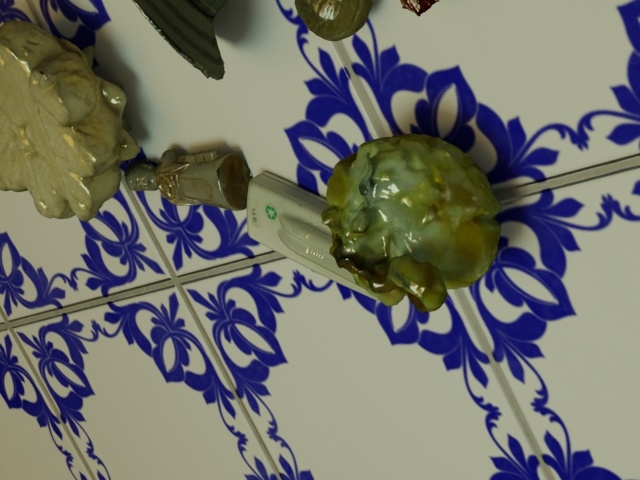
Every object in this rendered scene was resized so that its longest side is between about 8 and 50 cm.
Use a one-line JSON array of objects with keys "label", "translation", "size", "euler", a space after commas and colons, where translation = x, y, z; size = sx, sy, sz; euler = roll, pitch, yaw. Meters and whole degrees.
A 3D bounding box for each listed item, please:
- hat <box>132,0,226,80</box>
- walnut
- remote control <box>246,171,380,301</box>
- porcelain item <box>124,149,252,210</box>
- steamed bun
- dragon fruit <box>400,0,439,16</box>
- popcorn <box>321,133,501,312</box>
[{"label": "hat", "translation": [-0.147, -0.302, 1.582], "size": [0.110, 0.252, 0.252], "euler": [-40, 85, 10]}, {"label": "walnut", "translation": [0.014, -0.251, 1.494], "size": [0.092, 0.092, 0.092], "euler": [26, 133, 31]}, {"label": "remote control", "translation": [0.001, -0.001, 1.708], "size": [0.230, 0.049, 0.090], "euler": [27, 131, 33]}, {"label": "porcelain item", "translation": [-0.178, -0.078, 1.832], "size": [0.213, 0.054, 0.084], "euler": [6, 119, 44]}, {"label": "steamed bun", "translation": [-0.352, -0.170, 1.884], "size": [0.292, 0.137, 0.295], "euler": [43, 146, 13]}, {"label": "dragon fruit", "translation": [0.100, -0.297, 1.407], "size": [0.097, 0.063, 0.131], "euler": [-28, 96, 18]}, {"label": "popcorn", "translation": [0.093, -0.012, 1.499], "size": [0.198, 0.212, 0.198], "euler": [8, 142, 6]}]
